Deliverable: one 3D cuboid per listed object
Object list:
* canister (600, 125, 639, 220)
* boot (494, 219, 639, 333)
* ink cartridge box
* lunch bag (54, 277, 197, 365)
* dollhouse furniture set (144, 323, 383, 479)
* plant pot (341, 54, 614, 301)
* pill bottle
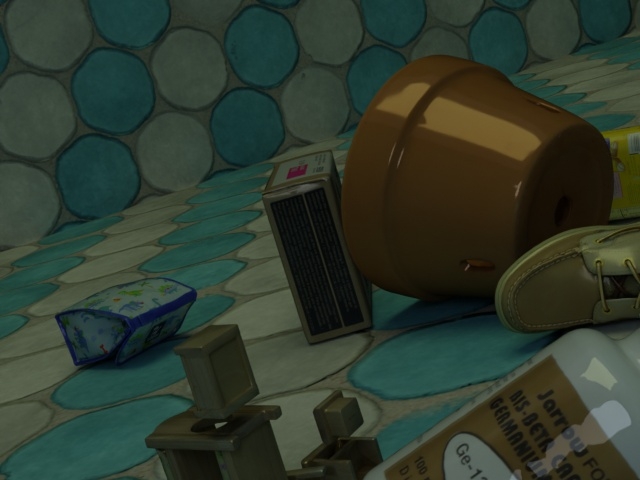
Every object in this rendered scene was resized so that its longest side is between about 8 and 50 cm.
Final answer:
[{"bbox_3d":[0.378,-0.085,1.486,0.170,0.126,0.073,-7,14,28],"label":"canister"},{"bbox_3d":[0.313,0.043,1.061,0.262,0.095,0.203,-14,12,-9],"label":"boot"},{"bbox_3d":[0.000,0.000,1.421,0.088,0.193,0.234,-15,12,5],"label":"ink cartridge box"},{"bbox_3d":[-0.254,0.105,1.514,0.151,0.096,0.129,-19,7,42],"label":"lunch bag"},{"bbox_3d":[-0.051,0.136,0.881,0.101,0.182,0.161,-7,15,38],"label":"dollhouse furniture set"},{"bbox_3d":[0.195,-0.055,1.283,0.203,0.290,0.291,18,32,41],"label":"plant pot"},{"bbox_3d":[0.148,0.124,0.627,0.229,0.131,0.131,-37,9,8],"label":"pill bottle"}]
